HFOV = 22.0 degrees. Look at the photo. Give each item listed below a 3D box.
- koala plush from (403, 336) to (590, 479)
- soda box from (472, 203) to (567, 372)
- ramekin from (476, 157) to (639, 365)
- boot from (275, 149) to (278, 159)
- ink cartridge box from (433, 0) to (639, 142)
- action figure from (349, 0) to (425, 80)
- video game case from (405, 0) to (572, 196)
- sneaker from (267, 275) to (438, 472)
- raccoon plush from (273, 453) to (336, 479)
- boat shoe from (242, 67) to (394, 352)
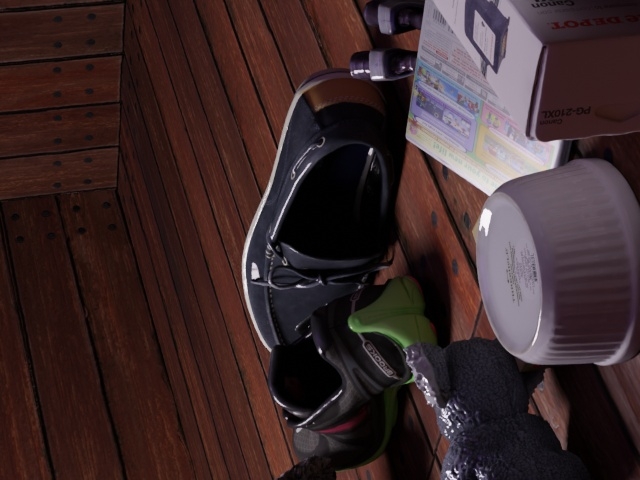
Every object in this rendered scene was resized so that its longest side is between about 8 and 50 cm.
[{"bbox_3d":[0.183,0.203,1.771,0.203,0.196,0.221,-37,60,59],"label":"koala plush"},{"bbox_3d":[0.220,0.046,1.770,0.061,0.058,0.181,108,150,-57],"label":"soda box"},{"bbox_3d":[0.233,0.026,1.624,0.207,0.109,0.207,173,90,-74],"label":"ramekin"},{"bbox_3d":[-0.045,-0.139,2.587,0.106,0.082,0.219,-117,23,-45],"label":"boot"},{"bbox_3d":[0.221,-0.197,1.447,0.237,0.172,0.100,-115,24,-48],"label":"ink cartridge box"},{"bbox_3d":[0.147,-0.224,1.848,0.285,0.099,0.185,19,110,56],"label":"action figure"},{"bbox_3d":[0.180,-0.139,1.741,0.212,0.023,0.193,37,138,33],"label":"video game case"},{"bbox_3d":[0.014,0.188,2.296,0.483,0.202,0.185,109,150,-58],"label":"sneaker"},{"bbox_3d":[-0.043,0.511,2.335,0.446,0.216,0.299,-40,82,29],"label":"raccoon plush"},{"bbox_3d":[0.000,0.000,2.312,0.156,0.186,0.500,-106,22,-49],"label":"boat shoe"}]
